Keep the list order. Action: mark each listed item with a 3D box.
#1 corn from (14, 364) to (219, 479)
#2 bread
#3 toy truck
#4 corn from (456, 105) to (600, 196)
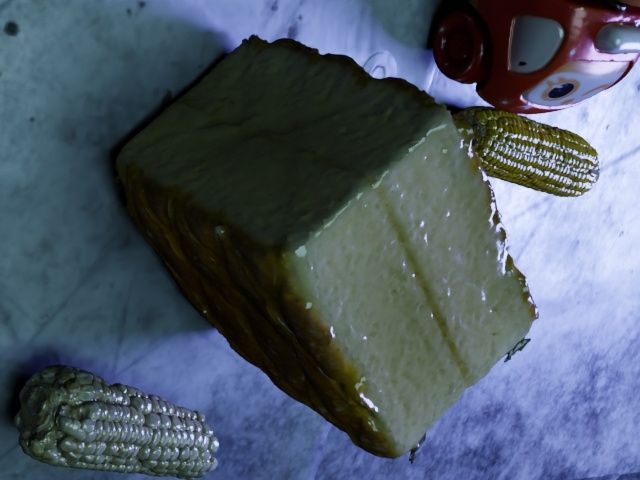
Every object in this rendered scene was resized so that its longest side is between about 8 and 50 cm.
[{"bbox_3d":[-0.182,0.168,1.030,0.211,0.087,0.087,24,94,-50],"label":"corn"},{"bbox_3d":[0.000,0.000,0.966,0.207,0.279,0.279,-44,135,-15],"label":"bread"},{"bbox_3d":[0.260,-0.239,1.104,0.189,0.239,0.265,-7,115,-38],"label":"toy truck"},{"bbox_3d":[0.229,-0.098,1.258,0.238,0.080,0.080,14,101,-41],"label":"corn"}]
